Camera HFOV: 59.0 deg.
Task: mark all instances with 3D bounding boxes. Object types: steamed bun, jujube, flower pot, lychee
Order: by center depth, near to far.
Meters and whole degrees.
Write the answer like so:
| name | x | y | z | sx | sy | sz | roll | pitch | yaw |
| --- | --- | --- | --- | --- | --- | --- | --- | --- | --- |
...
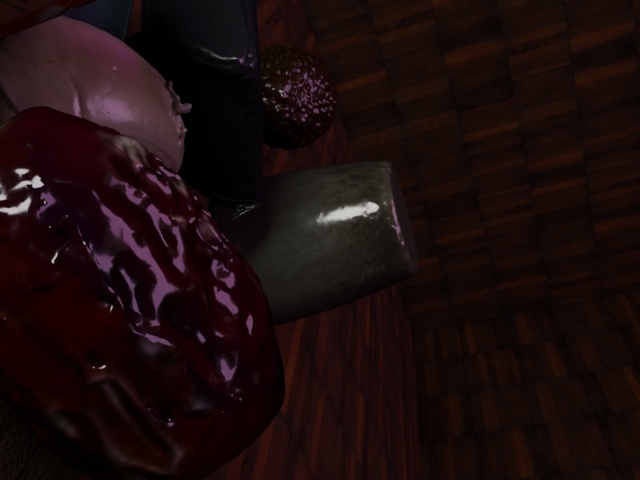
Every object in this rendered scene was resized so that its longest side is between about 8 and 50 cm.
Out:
| name | x | y | z | sx | sy | sz | roll | pitch | yaw |
| --- | --- | --- | --- | --- | --- | --- | --- | --- | --- |
| jujube | -0.179 | 0.072 | 0.517 | 0.377 | 0.258 | 0.258 | 51 | 26 | -33 |
| steamed bun | -0.241 | -0.146 | 0.636 | 0.238 | 0.152 | 0.170 | 34 | 44 | -73 |
| flower pot | 0.000 | 0.000 | 1.063 | 0.293 | 0.330 | 0.294 | -13 | 90 | -74 |
| lychee | -0.080 | -0.314 | 1.253 | 0.271 | 0.235 | 0.236 | -42 | 117 | -74 |

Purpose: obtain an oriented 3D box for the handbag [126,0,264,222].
| name | x | y | z | sx | sy | sz | roll | pitch | yaw |
| --- | --- | --- | --- | --- | --- | --- | --- | --- | --- |
| handbag | -0.175 | -0.208 | 0.814 | 0.302 | 0.177 | 0.275 | 97 | -12 | -53 |

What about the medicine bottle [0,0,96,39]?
| name | x | y | z | sx | sy | sz | roll | pitch | yaw |
| --- | --- | --- | --- | --- | --- | --- | --- | --- | --- |
| medicine bottle | -0.285 | -0.290 | 0.431 | 0.252 | 0.240 | 0.253 | -13 | 90 | -76 |

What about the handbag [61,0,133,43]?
| name | x | y | z | sx | sy | sz | roll | pitch | yaw |
| --- | --- | --- | --- | --- | --- | --- | --- | --- | --- |
| handbag | -0.319 | -0.341 | 0.715 | 0.179 | 0.062 | 0.229 | 51 | 29 | -53 |
